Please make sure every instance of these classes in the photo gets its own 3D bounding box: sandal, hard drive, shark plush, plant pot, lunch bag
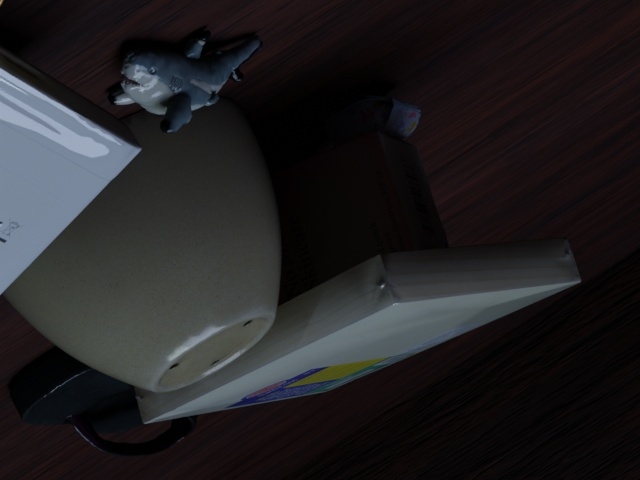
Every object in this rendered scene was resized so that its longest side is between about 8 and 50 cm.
[{"bbox_3d":[-0.243,0.213,2.058,0.167,0.107,0.446,-36,165,12],"label":"sandal"},{"bbox_3d":[-0.324,0.004,1.155,0.353,0.047,0.233,-45,141,12],"label":"hard drive"},{"bbox_3d":[-0.100,-0.141,1.362,0.161,0.073,0.067,-15,127,-35],"label":"shark plush"},{"bbox_3d":[-0.147,0.028,1.527,0.284,0.191,0.284,-30,165,-9],"label":"plant pot"},{"bbox_3d":[0.057,-0.124,1.720,0.083,0.053,0.071,-28,166,25],"label":"lunch bag"}]

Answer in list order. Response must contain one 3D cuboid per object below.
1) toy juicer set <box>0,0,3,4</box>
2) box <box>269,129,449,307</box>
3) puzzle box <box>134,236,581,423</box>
[{"bbox_3d":[-0.120,-0.219,1.009,0.329,0.089,0.209,-29,164,-15],"label":"toy juicer set"},{"bbox_3d":[0.000,0.000,1.704,0.232,0.148,0.127,-21,167,19],"label":"box"},{"bbox_3d":[0.028,0.094,1.680,0.272,0.052,0.409,-5,164,-44],"label":"puzzle box"}]
